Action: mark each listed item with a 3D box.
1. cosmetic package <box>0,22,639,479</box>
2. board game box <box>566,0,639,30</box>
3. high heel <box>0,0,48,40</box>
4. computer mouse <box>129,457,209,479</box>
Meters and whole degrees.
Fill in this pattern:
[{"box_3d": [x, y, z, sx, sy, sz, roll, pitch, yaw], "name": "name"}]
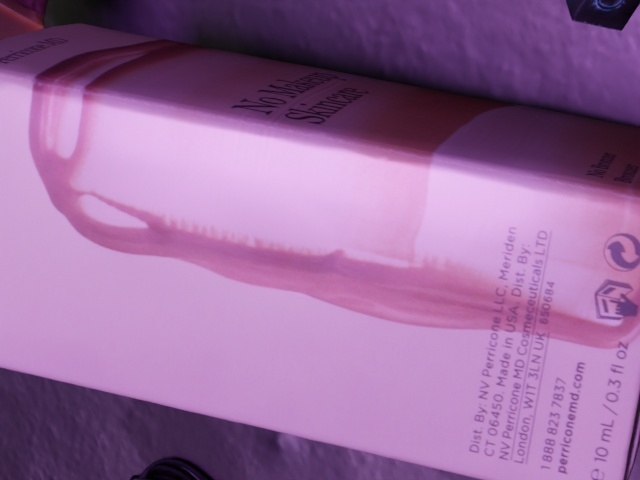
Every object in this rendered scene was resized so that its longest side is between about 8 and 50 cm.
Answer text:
[{"box_3d": [0.000, 0.000, 0.762, 0.296, 0.153, 0.129, 11, 106, 12], "name": "cosmetic package"}, {"box_3d": [0.127, -0.185, 0.645, 0.186, 0.026, 0.126, 119, 151, -42], "name": "board game box"}, {"box_3d": [-0.074, -0.228, 0.828, 0.377, 0.127, 0.181, -27, 43, 31], "name": "high heel"}, {"box_3d": [-0.088, 0.252, 0.995, 0.184, 0.060, 0.262, 35, 119, 24], "name": "computer mouse"}]
